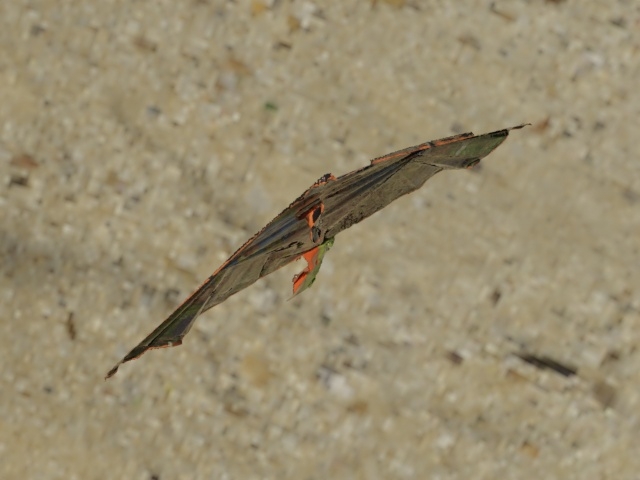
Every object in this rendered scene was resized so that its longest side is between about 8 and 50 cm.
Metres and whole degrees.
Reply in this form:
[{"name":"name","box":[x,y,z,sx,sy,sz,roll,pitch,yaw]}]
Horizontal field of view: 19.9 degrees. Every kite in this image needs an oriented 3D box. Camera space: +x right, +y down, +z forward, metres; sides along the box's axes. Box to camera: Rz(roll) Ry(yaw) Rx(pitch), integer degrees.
[{"name":"kite","box":[0.000,0.000,0.658,0.190,0.159,0.010,-30,81,-6]}]
